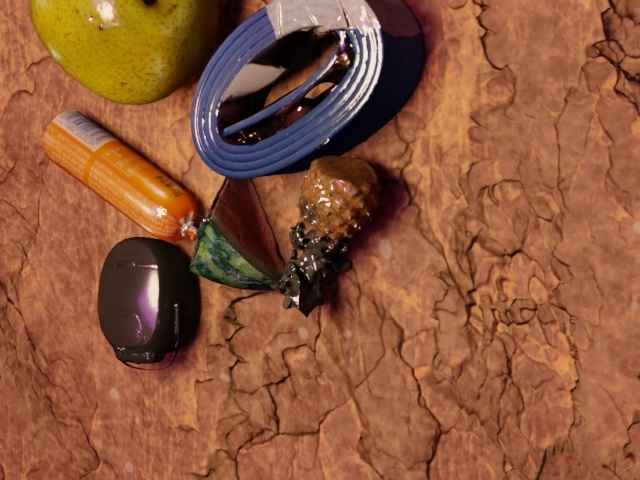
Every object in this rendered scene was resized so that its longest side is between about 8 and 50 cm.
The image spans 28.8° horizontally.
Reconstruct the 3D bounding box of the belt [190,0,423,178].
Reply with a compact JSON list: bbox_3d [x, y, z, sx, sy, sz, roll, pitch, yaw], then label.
[{"bbox_3d":[-0.025,-0.215,1.710,0.347,0.117,0.212,-32,77,33],"label":"belt"}]

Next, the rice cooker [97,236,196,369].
[{"bbox_3d":[-0.261,0.094,1.891,0.142,0.118,0.203,2,95,33],"label":"rice cooker"}]

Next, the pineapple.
[{"bbox_3d":[0.000,0.000,1.707,0.111,0.119,0.237,51,132,43],"label":"pineapple"}]

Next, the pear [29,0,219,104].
[{"bbox_3d":[-0.274,-0.338,1.777,0.294,0.294,0.294,3,96,34],"label":"pear"}]

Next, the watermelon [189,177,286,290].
[{"bbox_3d":[-0.149,-0.014,1.791,0.136,0.207,0.202,-25,61,7],"label":"watermelon"}]

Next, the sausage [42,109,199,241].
[{"bbox_3d":[-0.295,-0.090,1.915,0.312,0.093,0.093,34,112,27],"label":"sausage"}]
